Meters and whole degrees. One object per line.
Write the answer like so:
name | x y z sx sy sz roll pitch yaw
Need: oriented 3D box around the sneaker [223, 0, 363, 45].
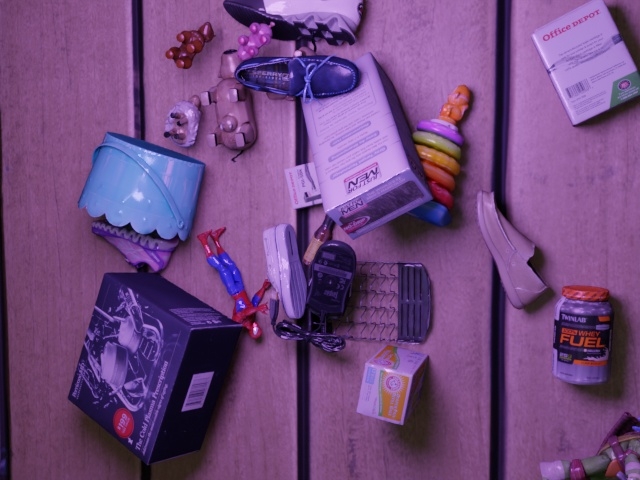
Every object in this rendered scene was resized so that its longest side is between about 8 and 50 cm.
sneaker | -0.056 -0.535 1.649 0.331 0.122 0.146 14 80 17

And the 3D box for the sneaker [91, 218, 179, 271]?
sneaker | -0.472 0.013 1.828 0.236 0.095 0.104 17 107 15

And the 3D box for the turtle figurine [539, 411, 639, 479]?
turtle figurine | 0.599 0.504 1.470 0.266 0.198 0.274 -19 85 22

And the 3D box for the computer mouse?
computer mouse | -0.017 0.111 1.629 0.184 0.060 0.262 10 108 9

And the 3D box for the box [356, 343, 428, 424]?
box | 0.159 0.307 1.588 0.103 0.203 0.114 12 98 16

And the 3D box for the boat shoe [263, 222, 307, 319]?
boat shoe | -0.087 0.075 1.723 0.076 0.083 0.226 -11 79 30

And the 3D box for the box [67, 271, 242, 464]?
box | -0.398 0.290 1.736 0.312 0.179 0.343 25 102 33

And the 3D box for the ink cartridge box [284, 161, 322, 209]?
ink cartridge box | -0.005 -0.132 1.682 0.135 0.056 0.099 -13 91 18

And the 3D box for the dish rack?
dish rack | 0.112 0.140 1.659 0.272 0.074 0.208 1 95 17

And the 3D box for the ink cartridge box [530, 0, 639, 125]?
ink cartridge box | 0.537 -0.356 1.476 0.153 0.087 0.208 -24 88 18

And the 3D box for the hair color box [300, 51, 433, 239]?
hair color box | 0.085 -0.203 1.512 0.185 0.113 0.374 -27 46 18

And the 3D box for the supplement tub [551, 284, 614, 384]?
supplement tub | 0.539 0.192 1.504 0.117 0.117 0.190 2 95 17

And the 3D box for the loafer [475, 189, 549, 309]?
loafer | 0.403 0.010 1.547 0.092 0.102 0.268 -22 97 17

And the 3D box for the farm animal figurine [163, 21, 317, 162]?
farm animal figurine | -0.178 -0.348 1.674 0.330 0.172 0.326 15 111 8

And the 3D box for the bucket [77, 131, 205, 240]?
bucket | -0.410 -0.130 1.710 0.281 0.281 0.183 20 97 15

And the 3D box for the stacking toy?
stacking toy | 0.246 -0.196 1.562 0.166 0.175 0.301 22 89 16

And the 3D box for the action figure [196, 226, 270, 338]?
action figure | -0.178 0.093 1.735 0.139 0.091 0.280 -23 87 29

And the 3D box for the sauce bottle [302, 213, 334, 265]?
sauce bottle | 0.000 0.000 1.700 0.042 0.042 0.128 28 100 14

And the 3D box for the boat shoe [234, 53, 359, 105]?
boat shoe | -0.051 -0.327 1.508 0.258 0.089 0.109 -1 110 13
